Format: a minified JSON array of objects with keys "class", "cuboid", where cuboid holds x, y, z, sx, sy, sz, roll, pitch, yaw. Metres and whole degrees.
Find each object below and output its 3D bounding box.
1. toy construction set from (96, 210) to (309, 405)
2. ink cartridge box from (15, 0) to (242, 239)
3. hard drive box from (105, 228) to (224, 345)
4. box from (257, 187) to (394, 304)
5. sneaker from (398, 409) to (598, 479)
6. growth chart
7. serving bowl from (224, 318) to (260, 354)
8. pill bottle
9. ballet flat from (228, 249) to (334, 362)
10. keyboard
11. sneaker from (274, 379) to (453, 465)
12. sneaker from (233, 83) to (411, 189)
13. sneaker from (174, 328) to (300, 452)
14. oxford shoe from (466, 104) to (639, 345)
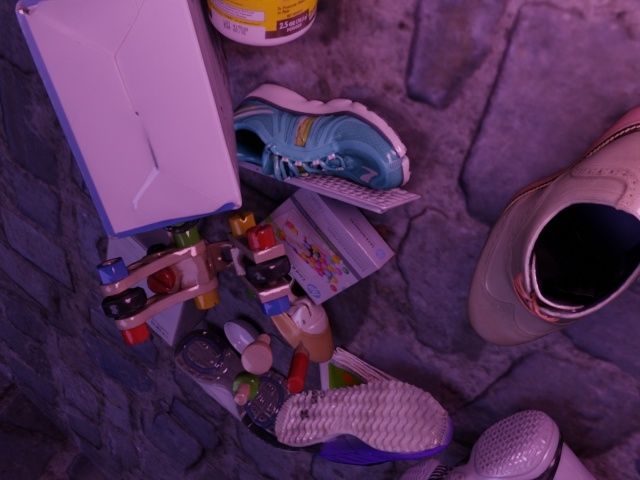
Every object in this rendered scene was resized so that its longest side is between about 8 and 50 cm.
[{"class":"toy construction set","cuboid":[-0.128,0.059,1.284,0.309,0.257,0.237,51,-168,-8]},{"class":"ink cartridge box","cuboid":[-0.190,-0.231,1.006,0.395,0.151,0.270,-99,-2,-52]},{"class":"hard drive box","cuboid":[-0.274,0.051,1.599,0.181,0.089,0.232,42,148,10]},{"class":"box","cuboid":[0.000,0.000,1.260,0.145,0.038,0.186,51,150,-3]},{"class":"sneaker","cuboid":[0.227,0.378,1.234,0.210,0.137,0.366,43,129,-6]},{"class":"growth chart","cuboid":[0.083,0.243,1.442,0.237,0.021,0.172,24,142,35]},{"class":"serving bowl","cuboid":[-0.126,0.165,1.602,0.083,0.027,0.083,32,146,25]},{"class":"pill bottle","cuboid":[-0.057,-0.307,0.917,0.117,0.117,0.215,33,146,22]},{"class":"ballet flat","cuboid":[-0.047,0.081,1.372,0.232,0.080,0.073,51,138,-5]},{"class":"keyboard","cuboid":[0.000,-0.079,1.144,0.256,0.072,0.014,21,122,37]},{"class":"sneaker","cuboid":[0.086,0.279,1.373,0.293,0.102,0.146,-6,147,40]},{"class":"sneaker","cuboid":[-0.014,-0.103,1.095,0.275,0.110,0.107,17,137,39]},{"class":"sneaker","cuboid":[-0.130,0.274,1.681,0.297,0.111,0.129,38,163,23]},{"class":"oxford shoe","cuboid":[0.222,0.019,0.905,0.140,0.146,0.397,41,148,10]}]
